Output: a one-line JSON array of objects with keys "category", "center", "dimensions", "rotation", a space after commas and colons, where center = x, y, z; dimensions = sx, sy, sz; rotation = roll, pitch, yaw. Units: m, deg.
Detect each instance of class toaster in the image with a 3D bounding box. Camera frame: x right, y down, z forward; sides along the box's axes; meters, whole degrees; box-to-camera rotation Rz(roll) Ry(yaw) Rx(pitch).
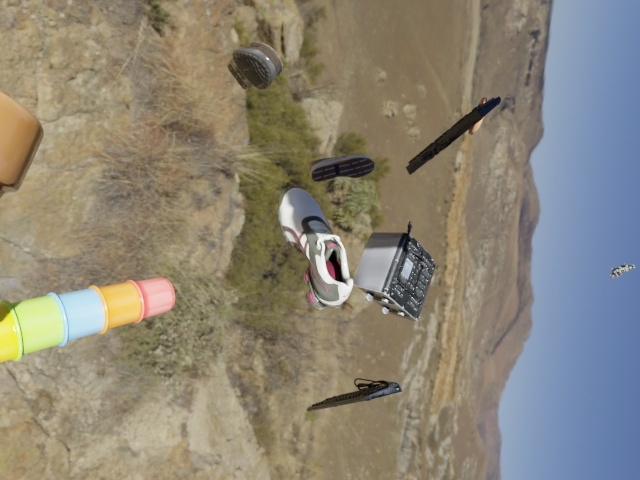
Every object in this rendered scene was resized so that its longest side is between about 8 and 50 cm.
[{"category": "toaster", "center": [0.179, 0.074, 1.179], "dimensions": [0.168, 0.110, 0.186], "rotation": [40, 65, -42]}]

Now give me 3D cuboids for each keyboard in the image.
[{"category": "keyboard", "center": [0.057, 0.256, 0.857], "dimensions": [0.100, 0.192, 0.038], "rotation": [-2, 71, -35]}, {"category": "keyboard", "center": [0.206, -0.166, 0.823], "dimensions": [0.108, 0.023, 0.180], "rotation": [-40, 180, -35]}]

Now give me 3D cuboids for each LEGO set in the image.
[{"category": "LEGO set", "center": [0.666, 0.063, 1.116], "dimensions": [0.083, 0.054, 0.023], "rotation": [2, 58, -59]}]

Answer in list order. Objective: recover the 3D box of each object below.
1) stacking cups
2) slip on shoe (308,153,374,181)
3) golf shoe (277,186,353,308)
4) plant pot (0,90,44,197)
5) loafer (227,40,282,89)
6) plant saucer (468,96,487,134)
[{"category": "stacking cups", "center": [-0.376, 0.117, 0.780], "dimensions": [0.316, 0.096, 0.096], "rotation": [-11, 110, -43]}, {"category": "slip on shoe", "center": [0.041, -0.151, 1.021], "dimensions": [0.041, 0.135, 0.051], "rotation": [-113, -168, -51]}, {"category": "golf shoe", "center": [0.000, 0.000, 1.018], "dimensions": [0.120, 0.105, 0.273], "rotation": [-44, -116, 58]}, {"category": "plant pot", "center": [-0.391, -0.044, 0.363], "dimensions": [0.291, 0.290, 0.204], "rotation": [39, 64, -69]}, {"category": "loafer", "center": [-0.113, -0.327, 0.909], "dimensions": [0.078, 0.220, 0.080], "rotation": [-42, 116, -7]}, {"category": "plant saucer", "center": [0.344, -0.270, 1.094], "dimensions": [0.083, 0.013, 0.084], "rotation": [19, 90, -86]}]
